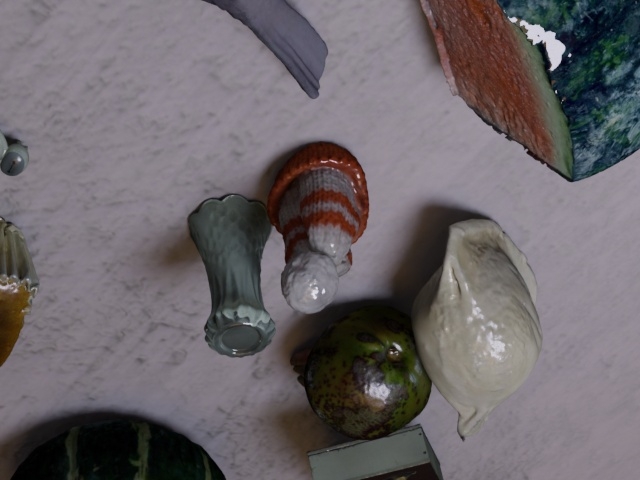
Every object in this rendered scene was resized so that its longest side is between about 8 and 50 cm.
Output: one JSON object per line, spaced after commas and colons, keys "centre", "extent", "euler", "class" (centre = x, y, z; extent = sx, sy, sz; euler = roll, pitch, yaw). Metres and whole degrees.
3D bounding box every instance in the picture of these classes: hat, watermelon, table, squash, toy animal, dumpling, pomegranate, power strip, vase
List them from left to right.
{"centre": [-0.288, -0.086, 1.123], "extent": [0.083, 0.035, 0.055], "euler": [27, 125, -14], "class": "power strip"}
{"centre": [-0.220, 0.304, 1.406], "extent": [0.252, 0.165, 0.252], "euler": [-6, 135, -6], "class": "squash"}
{"centre": [-0.080, -0.219, 0.941], "extent": [0.367, 0.081, 0.206], "euler": [32, 166, -31], "class": "toy animal"}
{"centre": [-0.076, 0.036, 1.183], "extent": [0.081, 0.148, 0.081], "euler": [-5, 134, -5], "class": "vase"}
{"centre": [0.000, 0.000, 1.152], "extent": [0.094, 0.162, 0.112], "euler": [-7, 130, 2], "class": "hat"}
{"centre": [0.033, 0.125, 1.312], "extent": [0.163, 0.138, 0.125], "euler": [20, 139, 31], "class": "pomegranate"}
{"centre": [0.073, 0.284, 1.406], "extent": [0.122, 0.111, 0.240], "euler": [-14, 160, 5], "class": "table"}
{"centre": [0.160, 0.072, 1.262], "extent": [0.126, 0.166, 0.216], "euler": [-19, 108, 44], "class": "dumpling"}
{"centre": [0.147, -0.175, 1.002], "extent": [0.318, 0.148, 0.226], "euler": [40, 155, -17], "class": "watermelon"}

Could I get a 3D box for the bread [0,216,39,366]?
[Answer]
{"centre": [-0.369, 0.058, 1.188], "extent": [0.192, 0.109, 0.210], "euler": [18, 128, -25], "class": "bread"}
